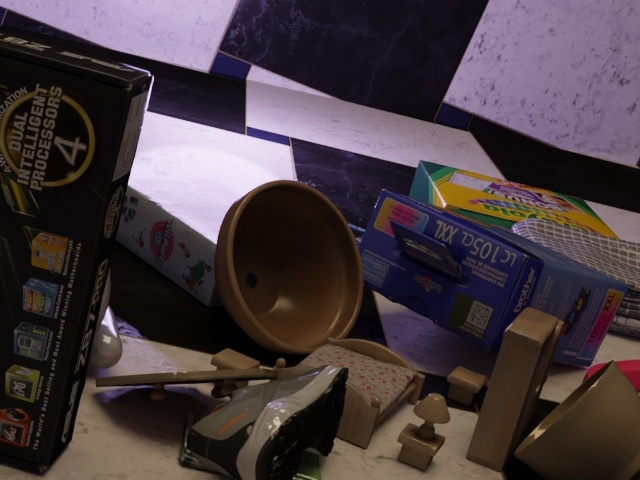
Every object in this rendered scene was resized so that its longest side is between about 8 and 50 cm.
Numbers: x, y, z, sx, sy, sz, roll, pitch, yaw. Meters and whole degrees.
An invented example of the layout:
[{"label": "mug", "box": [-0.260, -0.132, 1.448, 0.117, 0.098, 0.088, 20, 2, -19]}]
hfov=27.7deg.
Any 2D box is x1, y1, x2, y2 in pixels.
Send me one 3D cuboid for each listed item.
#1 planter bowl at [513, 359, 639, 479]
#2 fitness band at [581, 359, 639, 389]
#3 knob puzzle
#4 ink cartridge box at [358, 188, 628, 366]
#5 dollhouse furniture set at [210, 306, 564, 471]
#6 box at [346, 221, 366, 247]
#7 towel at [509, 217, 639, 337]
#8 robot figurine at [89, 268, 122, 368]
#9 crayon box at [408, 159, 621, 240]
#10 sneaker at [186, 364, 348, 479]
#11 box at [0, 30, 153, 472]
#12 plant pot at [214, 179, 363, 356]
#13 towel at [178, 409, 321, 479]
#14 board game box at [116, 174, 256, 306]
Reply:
[{"label": "planter bowl", "box": [0.322, 0.233, 1.516, 0.109, 0.162, 0.162, 46, 22, 8]}, {"label": "fitness band", "box": [0.498, 0.233, 1.843, 0.291, 0.054, 0.209, 1, 18, -43]}, {"label": "knob puzzle", "box": [-0.150, 0.161, 1.427, 0.213, 0.030, 0.213, -3, -7, 0]}, {"label": "ink cartridge box", "box": [0.231, 0.056, 1.882, 0.270, 0.151, 0.395, 27, 9, 37]}, {"label": "dollhouse furniture set", "box": [0.097, 0.123, 1.611, 0.356, 0.173, 0.303, 20, 16, 16]}, {"label": "box", "box": [0.000, 0.000, 2.160, 0.220, 0.051, 0.175, 22, 17, 23]}, {"label": "towel", "box": [0.465, 0.062, 2.257, 0.284, 0.121, 0.235, 15, 17, -3]}, {"label": "robot figurine", "box": [-0.340, 0.028, 1.478, 0.300, 0.200, 0.353, 41, 7, -19]}, {"label": "crayon box", "box": [0.374, -0.033, 2.522, 0.363, 0.106, 0.313, 13, 16, -9]}, {"label": "sneaker", "box": [-0.045, 0.181, 1.353, 0.108, 0.100, 0.271, 13, 11, 20]}, {"label": "box", "box": [-0.357, -0.010, 1.232, 0.318, 0.394, 0.097, 17, 16, 4]}, {"label": "plant pot", "box": [-0.063, 0.044, 1.740, 0.237, 0.237, 0.110, -1, -11, -44]}, {"label": "towel", "box": [-0.073, 0.222, 1.388, 0.152, 0.023, 0.113, 14, 17, -6]}, {"label": "board game box", "box": [-0.160, -0.005, 1.951, 0.224, 0.097, 0.303, -1, 23, -44]}]
